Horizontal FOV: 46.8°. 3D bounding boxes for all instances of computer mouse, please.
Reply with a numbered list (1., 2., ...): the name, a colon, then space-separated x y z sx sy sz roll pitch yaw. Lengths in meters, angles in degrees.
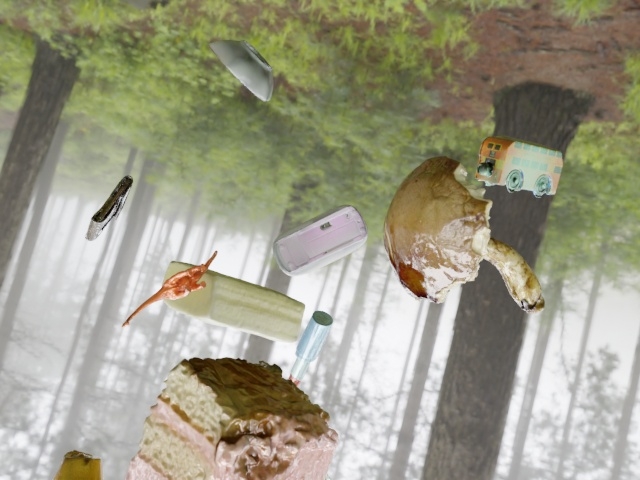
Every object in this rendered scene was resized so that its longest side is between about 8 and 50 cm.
1. computer mouse: 0.000 0.000 1.876 0.245 0.126 0.056 -26 174 0

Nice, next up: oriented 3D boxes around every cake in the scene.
1. cake: -0.169 0.416 1.424 0.293 0.306 0.314 30 -172 40

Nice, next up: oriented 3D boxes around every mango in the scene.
1. mango: -0.506 0.609 1.531 0.144 0.359 0.187 16 130 -32

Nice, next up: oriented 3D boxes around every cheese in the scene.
1. cheese: -0.210 0.146 1.749 0.265 0.123 0.242 21 171 -39

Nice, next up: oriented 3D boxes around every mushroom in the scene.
1. mushroom: 0.224 0.006 1.237 0.208 0.233 0.302 -17 151 25

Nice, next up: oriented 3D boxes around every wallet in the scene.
1. wallet: -0.493 -0.068 1.734 0.039 0.133 0.243 38 159 -11

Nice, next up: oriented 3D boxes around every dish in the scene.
1. dish: -0.163 -0.402 1.683 0.191 0.066 0.190 44 -168 -12

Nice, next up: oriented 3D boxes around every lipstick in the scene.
1. lipstick: -0.038 0.304 1.972 0.061 0.274 0.068 41 -143 25

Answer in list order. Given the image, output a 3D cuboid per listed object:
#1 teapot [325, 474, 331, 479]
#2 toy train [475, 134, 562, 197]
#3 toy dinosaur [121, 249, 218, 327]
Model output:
1. teapot: -0.088 0.703 1.991 0.183 0.251 0.183 50 162 23
2. toy train: 0.374 -0.139 1.390 0.188 0.099 0.072 6 -166 -35
3. toy dinosaur: -0.299 0.099 1.542 0.101 0.055 0.279 -24 -174 40
